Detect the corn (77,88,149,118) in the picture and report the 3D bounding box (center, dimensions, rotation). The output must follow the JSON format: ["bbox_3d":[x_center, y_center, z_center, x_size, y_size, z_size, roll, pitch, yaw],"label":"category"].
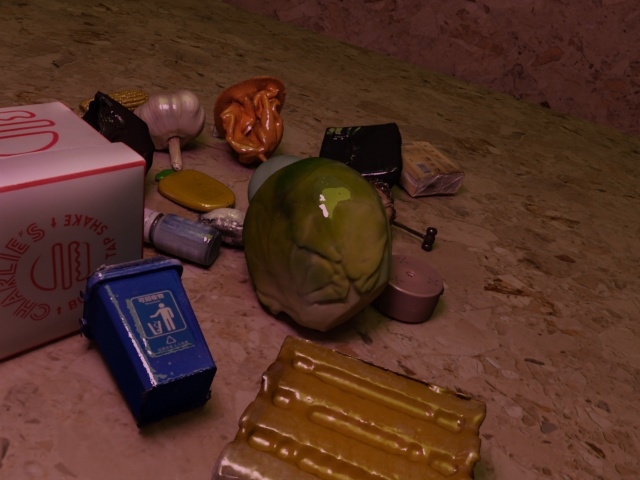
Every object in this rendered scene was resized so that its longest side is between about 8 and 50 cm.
[{"bbox_3d":[-0.601,-0.395,1.712,0.080,0.080,0.238,31,34,25],"label":"corn"}]

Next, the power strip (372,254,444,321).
[{"bbox_3d":[0.186,0.103,1.257,0.154,0.078,0.154,12,30,-7],"label":"power strip"}]

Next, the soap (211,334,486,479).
[{"bbox_3d":[0.049,0.307,0.822,0.335,0.156,0.293,18,35,6],"label":"soap"}]

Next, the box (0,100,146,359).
[{"bbox_3d":[-0.506,-0.031,0.976,0.312,0.314,0.300,-20,44,-41],"label":"box"}]

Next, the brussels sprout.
[{"bbox_3d":[0.000,0.000,1.162,0.268,0.344,0.344,-7,37,-46],"label":"brussels sprout"}]

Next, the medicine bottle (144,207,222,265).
[{"bbox_3d":[-0.316,-0.015,1.235,0.203,0.083,0.083,19,33,5],"label":"medicine bottle"}]

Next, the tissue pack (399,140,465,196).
[{"bbox_3d":[0.307,-0.224,1.795,0.186,0.090,0.222,-8,37,-26],"label":"tissue pack"}]

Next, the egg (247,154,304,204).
[{"bbox_3d":[-0.086,-0.122,1.411,0.168,0.168,0.231,19,26,8],"label":"egg"}]

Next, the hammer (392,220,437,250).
[{"bbox_3d":[0.174,-0.059,1.537,0.292,0.058,0.029,29,29,29],"label":"hammer"}]

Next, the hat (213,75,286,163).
[{"bbox_3d":[-0.165,-0.289,1.631,0.244,0.233,0.233,-27,61,8],"label":"hat"}]

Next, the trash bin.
[{"bbox_3d":[-0.271,0.161,0.927,0.163,0.184,0.234,-13,53,-35],"label":"trash bin"}]

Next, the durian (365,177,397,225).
[{"bbox_3d":[0.081,-0.072,1.416,0.196,0.166,0.196,1,20,0],"label":"durian"}]

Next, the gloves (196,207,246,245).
[{"bbox_3d":[-0.203,-0.028,1.306,0.153,0.070,0.114,14,19,-3],"label":"gloves"}]

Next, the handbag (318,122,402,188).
[{"bbox_3d":[0.116,-0.245,1.701,0.244,0.088,0.275,-1,44,7],"label":"handbag"}]

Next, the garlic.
[{"bbox_3d":[-0.389,-0.285,1.577,0.199,0.199,0.226,-6,66,-29],"label":"garlic"}]

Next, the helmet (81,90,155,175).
[{"bbox_3d":[-0.479,-0.185,1.334,0.177,0.225,0.305,29,31,-37],"label":"helmet"}]

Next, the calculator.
[{"bbox_3d":[-0.318,-0.130,1.458,0.235,0.032,0.146,27,34,22],"label":"calculator"}]

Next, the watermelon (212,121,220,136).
[{"bbox_3d":[-0.307,-0.341,1.767,0.085,0.085,0.061,28,69,21],"label":"watermelon"}]
